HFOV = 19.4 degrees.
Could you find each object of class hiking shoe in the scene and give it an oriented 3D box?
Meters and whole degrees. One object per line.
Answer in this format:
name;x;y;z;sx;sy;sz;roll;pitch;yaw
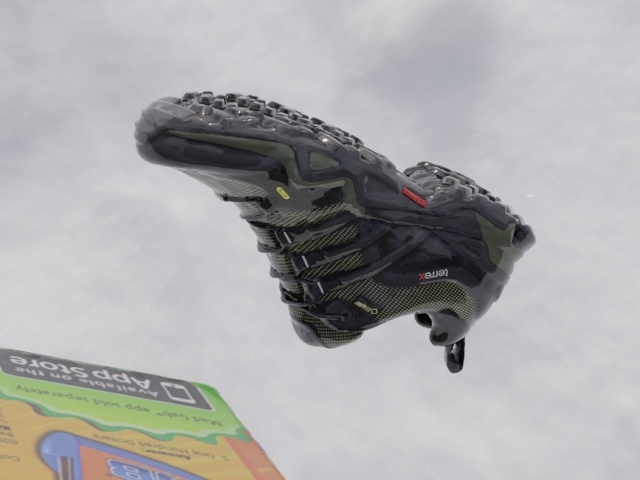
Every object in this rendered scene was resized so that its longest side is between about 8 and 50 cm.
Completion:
hiking shoe;0.000;0.000;0.979;0.227;0.086;0.114;20;99;-19

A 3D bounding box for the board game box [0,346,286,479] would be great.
board game box;-0.186;0.231;0.465;0.356;0.356;0.356;12;102;-23
